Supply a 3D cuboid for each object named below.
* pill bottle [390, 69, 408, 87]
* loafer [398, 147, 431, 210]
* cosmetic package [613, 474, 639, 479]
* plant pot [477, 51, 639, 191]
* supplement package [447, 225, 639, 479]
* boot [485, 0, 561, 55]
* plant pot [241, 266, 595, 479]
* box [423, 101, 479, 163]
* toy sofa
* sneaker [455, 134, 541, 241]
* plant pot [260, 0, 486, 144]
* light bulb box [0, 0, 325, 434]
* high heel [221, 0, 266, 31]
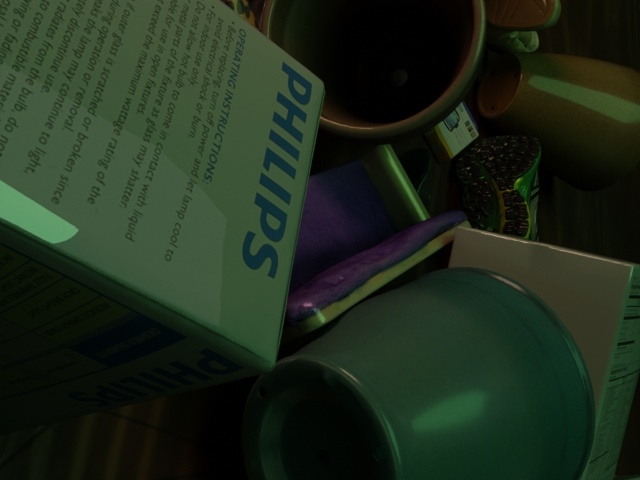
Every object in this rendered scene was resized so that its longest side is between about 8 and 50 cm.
[{"bbox_3d":[0.121,-0.284,1.223,0.121,0.121,0.221,8,67,-45],"label":"pill bottle"},{"bbox_3d":[0.129,-0.062,1.189,0.061,0.062,0.170,60,39,-43],"label":"loafer"},{"bbox_3d":[0.284,0.385,1.026,0.385,0.217,0.156,9,68,-43],"label":"cosmetic package"},{"bbox_3d":[0.412,-0.233,1.464,0.254,0.237,0.237,15,61,-25],"label":"plant pot"},{"bbox_3d":[0.255,0.136,0.961,0.198,0.199,0.262,6,97,-58],"label":"supplement package"},{"bbox_3d":[0.333,-0.376,1.416,0.203,0.262,0.095,20,92,-44],"label":"boot"},{"bbox_3d":[0.077,0.172,0.778,0.255,0.272,0.271,-7,78,-48],"label":"plant pot"},{"bbox_3d":[0.212,-0.186,1.350,0.136,0.028,0.081,-38,102,-51],"label":"box"},{"bbox_3d":[0.000,0.000,0.914,0.363,0.177,0.150,-27,87,-49],"label":"toy sofa"},{"bbox_3d":[0.283,-0.047,1.311,0.343,0.134,0.146,-70,149,-43],"label":"sneaker"},{"bbox_3d":[0.085,-0.235,1.041,0.229,0.263,0.263,16,58,-73],"label":"plant pot"},{"bbox_3d":[-0.253,-0.052,0.535,0.361,0.358,0.225,33,53,-34],"label":"light bulb box"},{"bbox_3d":[-0.154,-0.305,0.965,0.261,0.093,0.186,37,53,-31],"label":"high heel"}]
